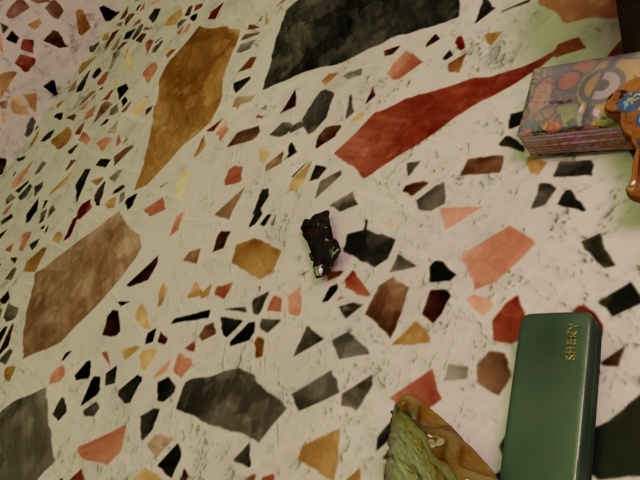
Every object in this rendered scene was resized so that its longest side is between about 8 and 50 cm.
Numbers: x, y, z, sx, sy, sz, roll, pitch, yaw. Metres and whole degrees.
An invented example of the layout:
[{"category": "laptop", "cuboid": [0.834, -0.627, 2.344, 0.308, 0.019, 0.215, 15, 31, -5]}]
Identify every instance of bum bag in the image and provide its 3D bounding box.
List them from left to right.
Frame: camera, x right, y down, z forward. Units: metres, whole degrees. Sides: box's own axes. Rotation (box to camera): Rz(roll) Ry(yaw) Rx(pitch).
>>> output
[{"category": "bum bag", "cuboid": [0.001, 0.001, 1.062, 0.058, 0.034, 0.124, -42, 39, 21]}]

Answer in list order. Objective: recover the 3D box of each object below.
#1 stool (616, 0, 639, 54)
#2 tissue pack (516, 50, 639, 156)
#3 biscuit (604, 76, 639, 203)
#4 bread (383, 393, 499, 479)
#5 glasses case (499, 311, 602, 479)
[{"category": "stool", "cuboid": [0.416, -0.349, 0.854, 0.272, 0.178, 0.272, -24, 46, 27]}, {"category": "tissue pack", "cuboid": [0.322, -0.163, 0.884, 0.148, 0.060, 0.108, 1, 59, 40]}, {"category": "biscuit", "cuboid": [0.406, -0.089, 0.730, 0.183, 0.043, 0.280, -50, 50, 2]}, {"category": "bread", "cuboid": [0.133, 0.261, 0.703, 0.232, 0.088, 0.128, -127, 45, -53]}, {"category": "glasses case", "cuboid": [0.230, 0.161, 0.730, 0.078, 0.039, 0.184, -7, 55, 38]}]
